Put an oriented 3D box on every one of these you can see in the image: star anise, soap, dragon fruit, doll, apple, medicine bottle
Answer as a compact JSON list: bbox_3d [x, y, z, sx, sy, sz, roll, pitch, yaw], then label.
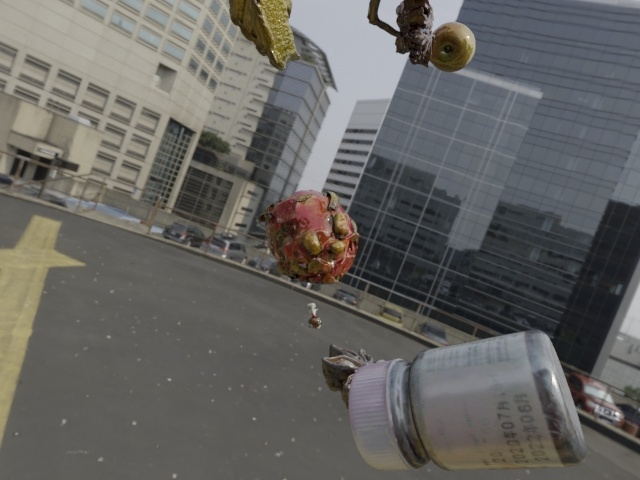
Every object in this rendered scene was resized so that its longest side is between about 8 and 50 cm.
[{"bbox_3d":[0.244,-0.629,1.161,0.148,0.236,0.347,-5,-9,35],"label":"star anise"},{"bbox_3d":[-0.156,-0.771,1.273,0.304,0.169,0.338,49,-25,11],"label":"soap"},{"bbox_3d":[0.000,0.000,1.268,0.315,0.295,0.263,-19,29,-13],"label":"dragon fruit"},{"bbox_3d":[-0.019,0.225,1.208,0.040,0.085,0.058,-11,-23,-1],"label":"doll"},{"bbox_3d":[0.496,-0.732,1.546,0.183,0.182,0.155,22,38,12],"label":"apple"},{"bbox_3d":[0.107,0.320,0.915,0.236,0.108,0.223,14,5,-32],"label":"star anise"},{"bbox_3d":[0.192,0.229,0.565,0.274,0.164,0.165,-21,-21,28],"label":"medicine bottle"}]
